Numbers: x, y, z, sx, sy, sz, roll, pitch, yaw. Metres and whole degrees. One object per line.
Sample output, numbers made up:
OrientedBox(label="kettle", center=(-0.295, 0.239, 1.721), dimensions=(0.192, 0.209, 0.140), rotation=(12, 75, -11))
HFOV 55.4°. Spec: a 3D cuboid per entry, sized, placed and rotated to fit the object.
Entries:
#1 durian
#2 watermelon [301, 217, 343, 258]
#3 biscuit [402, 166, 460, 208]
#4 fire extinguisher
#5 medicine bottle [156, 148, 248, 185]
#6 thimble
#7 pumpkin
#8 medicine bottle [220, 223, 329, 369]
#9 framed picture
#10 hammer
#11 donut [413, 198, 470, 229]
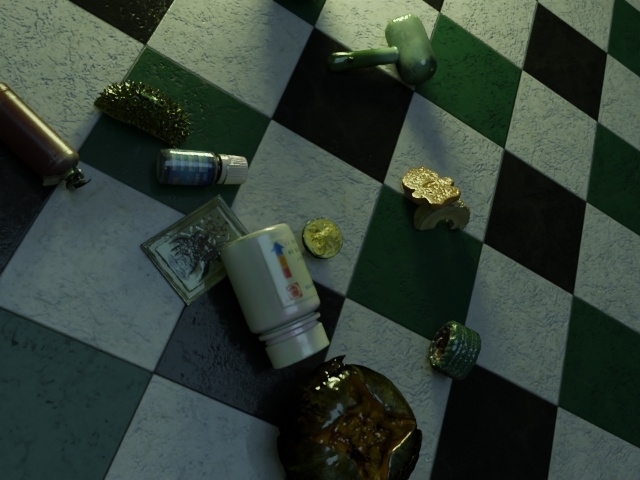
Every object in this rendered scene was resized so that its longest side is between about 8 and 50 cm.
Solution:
OrientedBox(label="durian", center=(-0.389, -0.304, 1.397), dimensions=(0.221, 0.095, 0.137), rotation=(31, 62, -21))
OrientedBox(label="watermelon", center=(0.000, 0.000, 1.499), dimensions=(0.105, 0.062, 0.105), rotation=(7, 68, -16))
OrientedBox(label="biscuit", center=(0.294, -0.141, 1.657), dimensions=(0.133, 0.027, 0.184), rotation=(-37, 47, -27))
OrientedBox(label="fire extinguisher", center=(-0.584, -0.199, 1.254), dimensions=(0.269, 0.105, 0.105), rotation=(46, 59, -5))
OrientedBox(label="medicine bottle", center=(-0.272, -0.168, 1.411), dimensions=(0.203, 0.083, 0.083), rotation=(-2, 73, -27))
OrientedBox(label="thimble", center=(0.337, 0.277, 1.539), dimensions=(0.090, 0.118, 0.135), rotation=(28, 78, -10))
OrientedBox(label="pumpkin", center=(0.058, 0.419, 1.305), dimensions=(0.320, 0.192, 0.320), rotation=(10, 67, -26))
OrientedBox(label="medicine bottle", center=(-0.095, 0.121, 1.343), dimensions=(0.170, 0.170, 0.293), rotation=(-21, 86, -31))
OrientedBox(label="framed picture", center=(-0.267, 0.016, 1.391), dimensions=(0.231, 0.010, 0.173), rotation=(-40, 93, -31))
OrientedBox(label="hammer", center=(0.171, -0.537, 1.757), dimensions=(0.336, 0.119, 0.206), rotation=(-15, 78, -23))
OrientedBox(label="donut", center=(0.341, -0.081, 1.679), dimensions=(0.166, 0.108, 0.065), rotation=(1, 48, -20))
